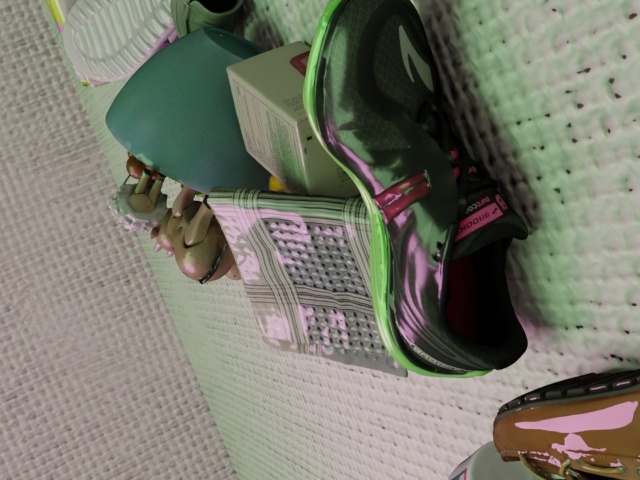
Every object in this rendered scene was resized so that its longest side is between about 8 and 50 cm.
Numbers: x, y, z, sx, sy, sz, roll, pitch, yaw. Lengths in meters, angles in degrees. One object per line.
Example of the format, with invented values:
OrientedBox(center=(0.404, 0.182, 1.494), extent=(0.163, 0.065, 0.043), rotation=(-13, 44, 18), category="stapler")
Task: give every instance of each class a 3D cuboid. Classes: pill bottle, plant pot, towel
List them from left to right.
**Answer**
OrientedBox(center=(-0.167, -0.220, 1.699), extent=(0.290, 0.290, 0.195), rotation=(49, 118, 43), category="plant pot")
OrientedBox(center=(0.012, 0.067, 1.490), extent=(0.312, 0.056, 0.324), rotation=(6, 136, 26), category="towel")
OrientedBox(center=(0.229, 0.340, 1.459), extent=(0.108, 0.107, 0.180), rotation=(61, 162, 16), category="pill bottle")

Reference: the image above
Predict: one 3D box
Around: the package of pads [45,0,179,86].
OrientedBox(center=(-0.415, -0.467, 2.101), extent=(0.101, 0.229, 0.297), rotation=(21, 132, 65), category="package of pads")

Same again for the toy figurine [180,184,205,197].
OrientedBox(center=(-0.165, -0.100, 1.997), extent=(0.130, 0.173, 0.159), rotation=(33, 160, 31), category="toy figurine")

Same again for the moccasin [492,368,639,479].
OrientedBox(center=(0.294, 0.207, 1.089), extent=(0.380, 0.139, 0.147), rotation=(-29, 76, 63), category="moccasin")

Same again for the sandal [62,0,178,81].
OrientedBox(center=(-0.311, -0.408, 1.923), extent=(0.416, 0.102, 0.169), rotation=(-24, 94, 42), category="sandal")

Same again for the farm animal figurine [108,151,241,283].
OrientedBox(center=(-0.188, -0.020, 1.761), extent=(0.172, 0.330, 0.327), rotation=(-61, 15, 15), category="farm animal figurine")

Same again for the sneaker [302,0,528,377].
OrientedBox(center=(0.131, -0.064, 1.199), extent=(0.202, 0.185, 0.483), rotation=(7, 123, 49), category="sneaker")

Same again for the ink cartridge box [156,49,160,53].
OrientedBox(center=(-0.246, -0.329, 1.983), extent=(0.209, 0.109, 0.062), rotation=(20, 131, 66), category="ink cartridge box")

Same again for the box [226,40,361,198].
OrientedBox(center=(-0.018, -0.164, 1.505), extent=(0.232, 0.126, 0.149), rotation=(44, 152, 51), category="box")

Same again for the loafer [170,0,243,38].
OrientedBox(center=(-0.176, -0.387, 1.709), extent=(0.319, 0.112, 0.112), rotation=(96, 155, -56), category="loafer")

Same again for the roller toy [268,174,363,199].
OrientedBox(center=(0.000, 0.000, 1.626), extent=(0.191, 0.146, 0.209), rotation=(35, 144, 58), category="roller toy")
